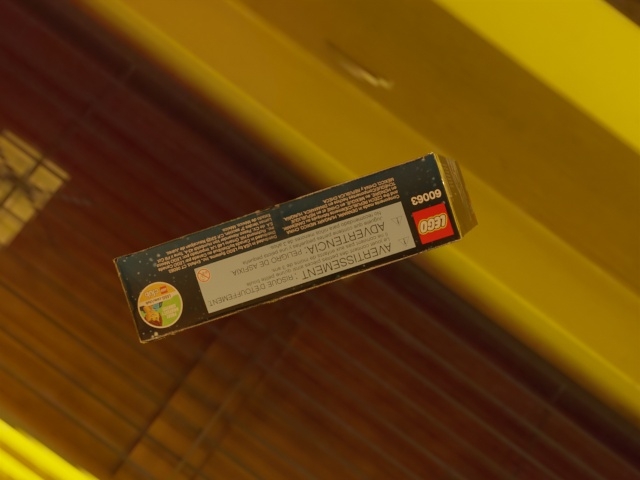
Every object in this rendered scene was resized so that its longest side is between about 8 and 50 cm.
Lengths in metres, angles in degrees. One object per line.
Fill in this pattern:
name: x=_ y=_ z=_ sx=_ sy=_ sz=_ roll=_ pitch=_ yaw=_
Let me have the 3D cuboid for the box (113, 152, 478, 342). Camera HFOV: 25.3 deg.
box: x=0.000 y=0.000 z=0.766 sx=0.159 sy=0.044 sz=0.233 roll=-19 pitch=-1 yaw=9
